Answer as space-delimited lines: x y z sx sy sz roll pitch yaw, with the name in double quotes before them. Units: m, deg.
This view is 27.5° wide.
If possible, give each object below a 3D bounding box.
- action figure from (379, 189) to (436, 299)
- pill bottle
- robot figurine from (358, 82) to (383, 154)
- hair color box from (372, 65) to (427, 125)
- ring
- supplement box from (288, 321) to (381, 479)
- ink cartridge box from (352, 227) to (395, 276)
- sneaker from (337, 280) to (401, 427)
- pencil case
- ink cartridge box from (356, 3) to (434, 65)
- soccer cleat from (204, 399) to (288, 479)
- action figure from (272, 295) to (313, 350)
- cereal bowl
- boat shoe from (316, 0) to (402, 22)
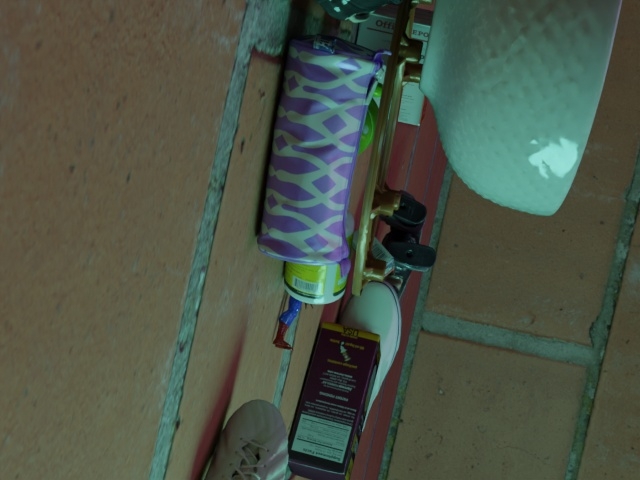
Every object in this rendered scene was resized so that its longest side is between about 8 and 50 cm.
"action figure" 0.118 0.006 2.022 0.285 0.099 0.185 101 -4 -79
"pill bottle" 0.000 0.000 1.307 0.065 0.065 0.116 -64 165 -57
"robot figurine" 0.022 -0.114 1.272 0.115 0.067 0.101 -50 164 -74
"hair color box" 0.108 -0.224 1.673 0.043 0.072 0.141 -58 159 -65
"ring" 0.075 -0.108 1.291 0.336 0.032 0.337 10 90 -87
"supplement box" 0.018 0.213 1.693 0.104 0.081 0.188 80 24 -70
"ink cartridge box" 0.074 0.022 1.833 0.029 0.063 0.115 -40 166 -6
"sneaker" 0.054 0.178 1.835 0.091 0.094 0.258 50 54 -85
"pencil case" 0.002 -0.078 1.128 0.086 0.088 0.206 -50 152 -70
"ink cartridge box" 0.100 -0.231 1.498 0.180 0.104 0.060 -48 151 -72
"soccer cleat" -0.076 0.222 1.139 0.076 0.068 0.196 82 25 -59
"action figure" -0.023 0.057 1.376 0.038 0.030 0.115 53 47 -73
"cereal bowl" 0.170 -0.199 1.153 0.339 0.141 0.339 12 90 -87
"boat shoe" 0.042 -0.262 1.127 0.114 0.091 0.302 57 17 -11
